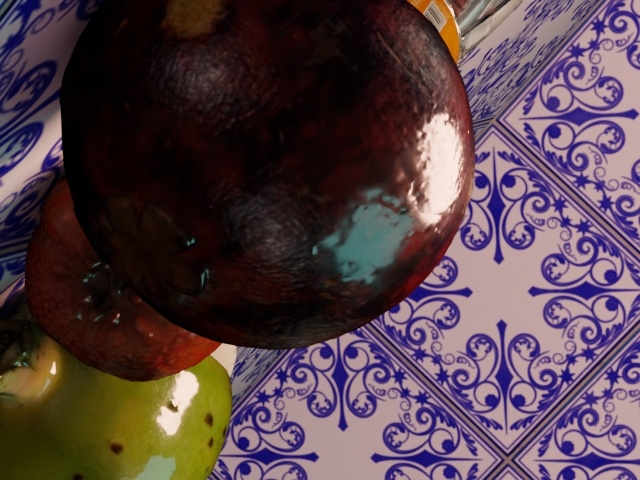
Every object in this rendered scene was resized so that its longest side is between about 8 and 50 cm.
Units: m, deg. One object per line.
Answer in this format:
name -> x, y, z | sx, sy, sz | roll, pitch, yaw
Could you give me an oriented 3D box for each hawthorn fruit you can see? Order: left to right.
hawthorn fruit -> -0.153, 0.015, 1.555 | 0.205, 0.205, 0.253 | -48, -178, 13

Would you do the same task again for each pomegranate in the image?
pomegranate -> -0.236, 0.156, 1.687 | 0.260, 0.260, 0.341 | -48, 144, 13

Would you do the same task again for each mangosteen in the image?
mangosteen -> -0.021, -0.091, 1.286 | 0.359, 0.306, 0.306 | -48, 175, -35

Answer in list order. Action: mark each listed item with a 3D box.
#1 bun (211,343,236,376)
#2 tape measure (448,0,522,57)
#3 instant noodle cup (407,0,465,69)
bun -> -0.196, 0.139, 2.185 | 0.173, 0.120, 0.172 | -24, 136, -26
tape measure -> 0.136, -0.275, 1.747 | 0.256, 0.147, 0.275 | -40, 171, -43
instant noodle cup -> 0.016, -0.152, 1.579 | 0.172, 0.216, 0.216 | -52, 177, -35
